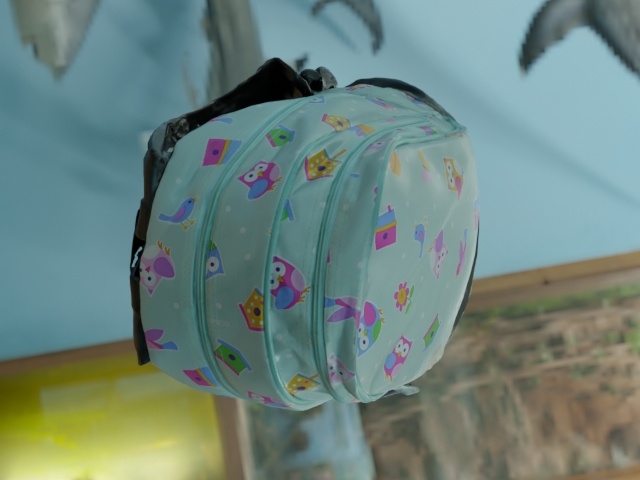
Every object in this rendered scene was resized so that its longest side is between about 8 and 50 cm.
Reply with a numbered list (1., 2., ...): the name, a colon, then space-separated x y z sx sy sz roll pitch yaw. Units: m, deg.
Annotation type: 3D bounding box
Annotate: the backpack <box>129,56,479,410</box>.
1. backpack: 0.000 0.000 0.641 0.182 0.115 0.152 -13 103 -66
